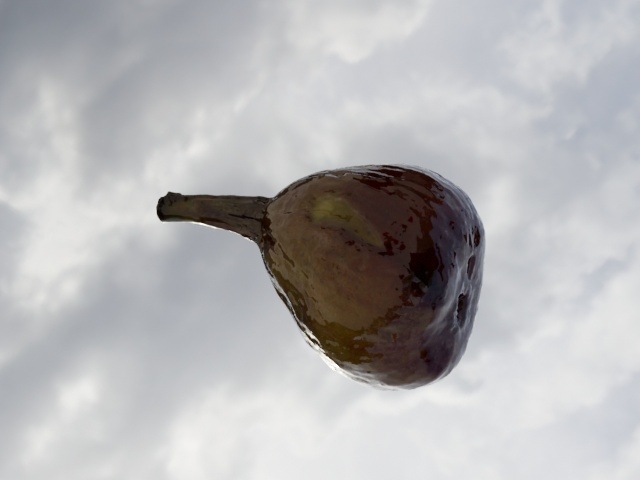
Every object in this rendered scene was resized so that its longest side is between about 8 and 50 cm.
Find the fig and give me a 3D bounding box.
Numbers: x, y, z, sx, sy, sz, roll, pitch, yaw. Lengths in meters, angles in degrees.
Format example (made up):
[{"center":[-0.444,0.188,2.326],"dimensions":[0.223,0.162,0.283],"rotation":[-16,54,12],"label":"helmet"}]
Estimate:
[{"center":[-0.005,0.017,1.006],"dimensions":[0.190,0.290,0.191],"rotation":[-169,-90,-88],"label":"fig"}]
